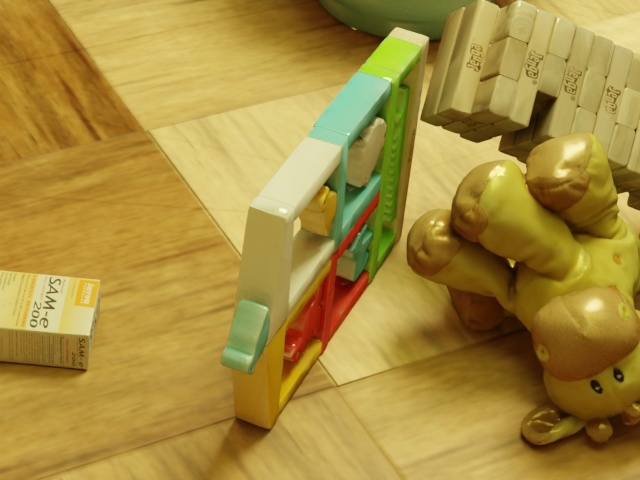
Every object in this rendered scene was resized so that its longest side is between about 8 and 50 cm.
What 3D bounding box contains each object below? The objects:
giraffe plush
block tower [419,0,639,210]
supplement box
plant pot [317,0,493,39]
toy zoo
[{"bbox_3d":[0.181,0.053,1.323,0.210,0.181,0.170,24,39,-36],"label":"giraffe plush"},{"bbox_3d":[0.249,-0.077,1.409,0.335,0.091,0.097,19,79,-18],"label":"block tower"},{"bbox_3d":[-0.211,0.055,1.333,0.098,0.036,0.062,5,40,-2],"label":"supplement box"},{"bbox_3d":[0.085,-0.306,1.686,0.293,0.196,0.293,3,39,-3],"label":"plant pot"},{"bbox_3d":[0.000,0.000,1.308,0.030,0.192,0.293,19,42,16],"label":"toy zoo"}]
